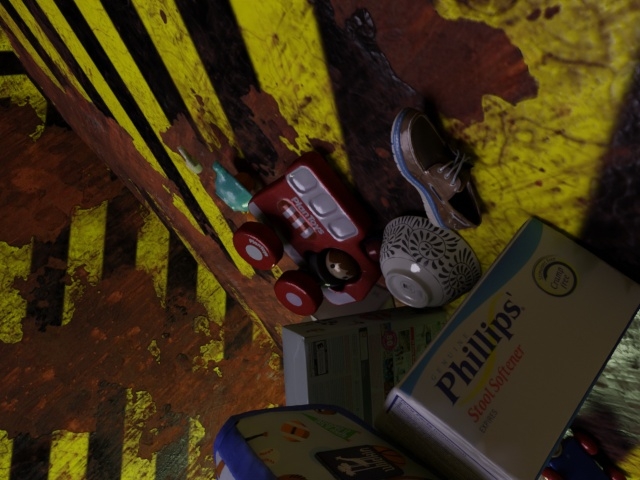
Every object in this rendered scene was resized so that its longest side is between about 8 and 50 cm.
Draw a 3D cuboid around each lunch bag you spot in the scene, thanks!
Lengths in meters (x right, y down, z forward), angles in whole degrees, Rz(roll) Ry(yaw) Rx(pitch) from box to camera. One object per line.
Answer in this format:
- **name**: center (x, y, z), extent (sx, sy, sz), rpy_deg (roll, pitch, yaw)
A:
- **lunch bag**: center (0.066, 0.382, 0.570), extent (0.385, 0.239, 0.327), rpy_deg (48, 162, -32)

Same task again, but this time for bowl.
- **bowl**: center (0.152, 0.051, 0.716), extent (0.170, 0.080, 0.170), rpy_deg (30, 150, 19)

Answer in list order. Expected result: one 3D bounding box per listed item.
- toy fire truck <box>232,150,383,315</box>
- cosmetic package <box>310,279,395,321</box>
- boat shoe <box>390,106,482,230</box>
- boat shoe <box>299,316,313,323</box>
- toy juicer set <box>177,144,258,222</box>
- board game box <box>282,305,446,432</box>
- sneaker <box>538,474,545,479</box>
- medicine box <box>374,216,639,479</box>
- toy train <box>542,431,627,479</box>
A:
- **toy fire truck**: center (0.000, 0.000, 0.873), extent (0.302, 0.169, 0.253), rpy_deg (50, 141, -15)
- **cosmetic package**: center (0.099, 0.229, 1.098), extent (0.129, 0.153, 0.296), rpy_deg (29, 153, 36)
- **boat shoe**: center (0.147, -0.083, 0.546), extent (0.066, 0.066, 0.183), rpy_deg (15, 154, 47)
- **boat shoe**: center (0.041, 0.333, 1.482), extent (0.305, 0.109, 0.091), rpy_deg (27, 154, 55)
- **toy juicer set**: center (-0.210, -0.131, 1.127), extent (0.329, 0.089, 0.209), rpy_deg (45, 175, -23)
- **board game box**: center (0.090, 0.249, 0.829), extent (0.097, 0.303, 0.224), rpy_deg (1, 94, 62)
- **sneaker**: center (0.519, 0.570, 1.068), extent (0.061, 0.053, 0.152), rpy_deg (33, 157, 39)
- **medicine box**: center (0.212, 0.163, 0.583), extent (0.149, 0.263, 0.289), rpy_deg (38, 159, 19)
- **toy train**: center (0.422, 0.380, 0.848), extent (0.248, 0.105, 0.143), rpy_deg (48, 173, -5)
